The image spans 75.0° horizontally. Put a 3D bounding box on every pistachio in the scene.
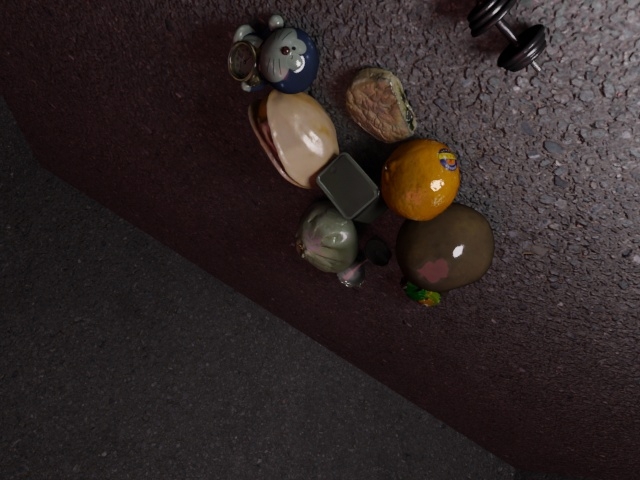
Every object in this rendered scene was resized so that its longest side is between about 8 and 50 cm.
[{"bbox_3d":[-0.073,-0.296,1.226,0.230,0.230,0.309,-6,132,48],"label":"pistachio"}]

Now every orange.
[{"bbox_3d":[0.263,-0.162,1.113,0.219,0.193,0.219,172,90,-66],"label":"orange"}]

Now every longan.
[{"bbox_3d":[0.363,0.022,1.231,0.297,0.297,0.297,24,150,15],"label":"longan"}]

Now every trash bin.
[{"bbox_3d":[0.109,-0.145,1.252,0.164,0.122,0.240,52,-167,14],"label":"trash bin"}]

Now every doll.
[{"bbox_3d":[0.399,0.189,1.638,0.134,0.106,0.186,-12,130,37],"label":"doll"}]

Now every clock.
[{"bbox_3d":[-0.118,-0.474,1.079,0.243,0.147,0.199,22,107,26],"label":"clock"}]

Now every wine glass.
[{"bbox_3d":[0.172,0.085,1.670,0.156,0.156,0.232,36,146,-8],"label":"wine glass"}]

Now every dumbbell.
[{"bbox_3d":[0.352,-0.399,0.791,0.208,0.099,0.099,39,150,-15],"label":"dumbbell"}]

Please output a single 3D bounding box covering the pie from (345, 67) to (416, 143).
[{"bbox_3d":[0.148,-0.351,1.107,0.185,0.052,0.218,3,142,38],"label":"pie"}]

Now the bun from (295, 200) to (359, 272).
[{"bbox_3d":[0.000,0.000,1.578,0.293,0.187,0.293,31,134,37],"label":"bun"}]
